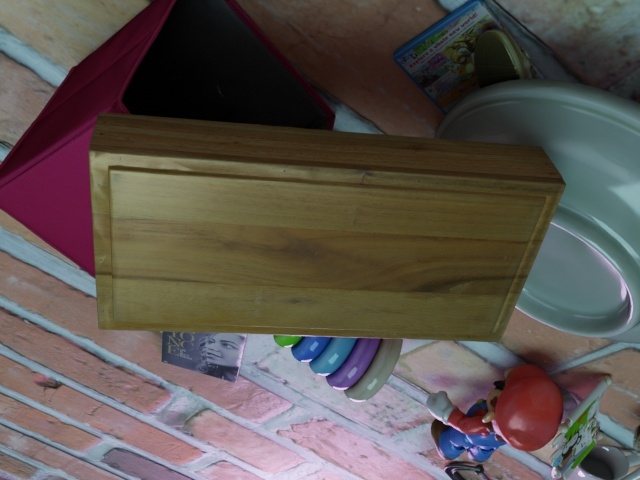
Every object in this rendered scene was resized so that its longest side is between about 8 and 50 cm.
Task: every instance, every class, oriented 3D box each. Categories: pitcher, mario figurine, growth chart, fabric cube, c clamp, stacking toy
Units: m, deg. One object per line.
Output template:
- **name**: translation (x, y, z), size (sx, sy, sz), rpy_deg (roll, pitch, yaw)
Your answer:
- **pitcher**: translation (0.555, 0.492, 1.404), size (0.178, 0.125, 0.207), rpy_deg (2, 129, -7)
- **mario figurine**: translation (0.324, 0.300, 1.272), size (0.170, 0.198, 0.320), rpy_deg (57, 150, 15)
- **growth chart**: translation (0.454, 0.340, 1.231), size (0.021, 0.172, 0.237), rpy_deg (32, 151, 36)
- **fabric cube**: translation (-0.176, -0.102, 0.826), size (0.258, 0.259, 0.254), rpy_deg (-21, 129, 35)
- **c clamp**: translation (0.361, 0.541, 1.592), size (0.137, 0.022, 0.160), rpy_deg (-14, 134, 37)
- **stacking toy**: translation (-0.045, 0.115, 1.071), size (0.330, 0.141, 0.141), rpy_deg (30, 138, -11)

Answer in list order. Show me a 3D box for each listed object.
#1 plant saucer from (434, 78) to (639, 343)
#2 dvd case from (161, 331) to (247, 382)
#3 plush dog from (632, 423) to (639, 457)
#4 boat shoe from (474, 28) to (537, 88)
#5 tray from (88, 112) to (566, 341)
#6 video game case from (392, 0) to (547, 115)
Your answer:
- **plant saucer**: translation (0.279, 0.005, 0.797), size (0.401, 0.100, 0.400), rpy_deg (33, 157, 16)
- **dvd case**: translation (-0.234, 0.207, 1.394), size (0.165, 0.018, 0.221), rpy_deg (17, 140, -1)
- **plush dog**: translation (0.680, 0.393, 1.150), size (0.211, 0.225, 0.262), rpy_deg (38, 135, -24)
- **boat shoe**: translation (0.215, -0.170, 0.769), size (0.056, 0.048, 0.153), rpy_deg (9, 141, 51)
- **tray**: translation (0.000, 0.000, 0.673), size (0.411, 0.076, 0.202), rpy_deg (2, 127, -10)
- **video game case**: translation (0.180, -0.185, 0.804), size (0.166, 0.015, 0.119), rpy_deg (39, 135, -26)
